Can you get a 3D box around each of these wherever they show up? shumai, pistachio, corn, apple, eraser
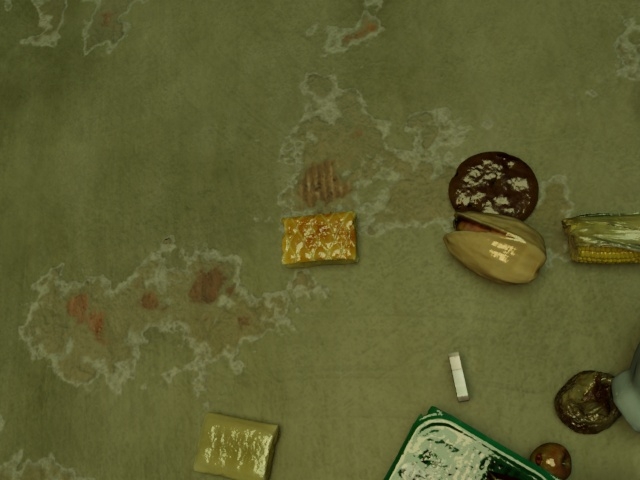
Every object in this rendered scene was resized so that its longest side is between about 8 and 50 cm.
[{"bbox_3d":[0.560,0.338,1.302,0.139,0.105,0.123,-38,69,24],"label":"shumai"},{"bbox_3d":[0.392,0.011,1.413,0.230,0.157,0.157,24,78,23],"label":"pistachio"},{"bbox_3d":[0.691,-0.012,1.373,0.306,0.122,0.123,-3,70,13],"label":"corn"},{"bbox_3d":[0.470,0.454,1.281,0.071,0.084,0.083,-15,63,47],"label":"apple"},{"bbox_3d":[0.303,0.300,1.377,0.026,0.065,0.105,-12,70,7],"label":"eraser"}]

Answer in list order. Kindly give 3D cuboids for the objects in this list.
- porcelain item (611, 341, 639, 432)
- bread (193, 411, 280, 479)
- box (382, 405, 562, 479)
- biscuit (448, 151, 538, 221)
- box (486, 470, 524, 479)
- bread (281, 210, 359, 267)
[{"bbox_3d":[0.736,0.207,1.139,0.243,0.405,0.178,18,37,-16],"label":"porcelain item"},{"bbox_3d":[-0.191,0.472,1.423,0.178,0.060,0.139,9,72,15],"label":"bread"},{"bbox_3d":[0.303,0.532,1.276,0.337,0.106,0.264,28,78,20],"label":"box"},{"bbox_3d":[0.418,-0.122,1.514,0.212,0.036,0.212,-3,72,11],"label":"biscuit"},{"bbox_3d":[0.370,0.462,1.100,0.153,0.240,0.074,15,77,16],"label":"box"},{"bbox_3d":[-0.001,0.000,1.543,0.189,0.068,0.125,-4,71,10],"label":"bread"}]
